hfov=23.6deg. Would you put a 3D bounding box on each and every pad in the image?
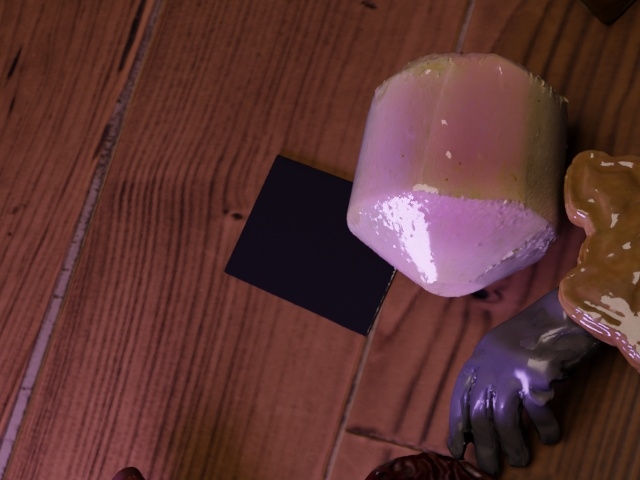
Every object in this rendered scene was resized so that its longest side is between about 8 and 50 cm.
[{"bbox_3d":[0.000,0.000,1.868,0.245,0.006,0.170,22,87,39],"label":"pad"}]

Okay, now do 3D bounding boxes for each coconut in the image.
[{"bbox_3d":[0.150,-0.059,1.656,0.233,0.233,0.245,0,72,35],"label":"coconut"}]

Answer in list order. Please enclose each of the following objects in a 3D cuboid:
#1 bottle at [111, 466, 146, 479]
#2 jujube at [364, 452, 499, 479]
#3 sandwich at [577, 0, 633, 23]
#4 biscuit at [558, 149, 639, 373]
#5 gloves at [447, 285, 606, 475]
[{"bbox_3d":[-0.182,0.368,1.796,0.104,0.104,0.245,-45,54,14],"label":"bottle"},{"bbox_3d":[0.157,0.350,1.515,0.216,0.216,0.342,-51,46,9],"label":"jujube"},{"bbox_3d":[0.301,-0.326,1.677,0.113,0.163,0.079,-48,53,10],"label":"sandwich"},{"bbox_3d":[0.391,0.020,1.501,0.376,0.051,0.269,37,77,28],"label":"biscuit"},{"bbox_3d":[0.231,0.122,1.607,0.285,0.119,0.142,-55,20,10],"label":"gloves"}]
